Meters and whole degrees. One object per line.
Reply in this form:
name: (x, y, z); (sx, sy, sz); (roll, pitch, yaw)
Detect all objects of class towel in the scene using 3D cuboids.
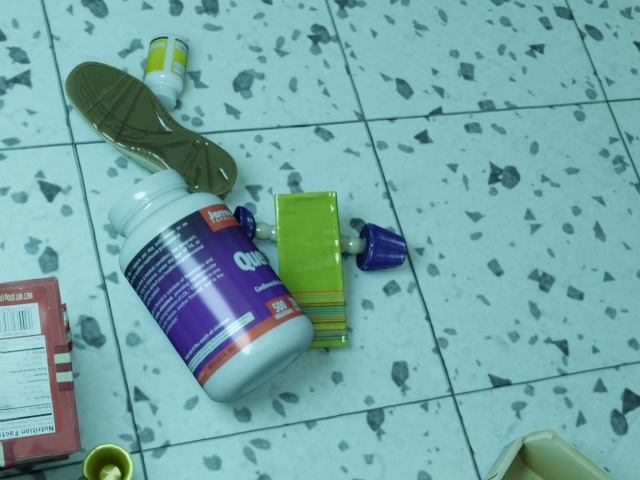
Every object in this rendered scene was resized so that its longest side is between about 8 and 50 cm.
towel: (-0.014, 0.045, 1.870); (0.102, 0.021, 0.237); (-4, 89, -15)

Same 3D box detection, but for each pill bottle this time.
pill bottle: (-0.165, 0.060, 1.772); (0.181, 0.181, 0.323); (-30, 77, -30)
pill bottle: (-0.249, -0.269, 1.982); (0.065, 0.065, 0.116); (12, 60, -14)

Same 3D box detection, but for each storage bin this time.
storage bin: (0.335, 0.450, 1.783); (0.260, 0.123, 0.262); (39, 58, 2)

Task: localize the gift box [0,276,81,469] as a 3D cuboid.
gift box: (-0.432, 0.165, 1.574); (0.255, 0.258, 0.276); (-1, 78, -19)

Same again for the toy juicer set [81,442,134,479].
toy juicer set: (-0.231, 0.436, 1.585); (0.329, 0.089, 0.209); (41, 70, 10)

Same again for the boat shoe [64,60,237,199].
boat shoe: (-0.265, -0.159, 1.903); (0.302, 0.098, 0.109); (34, 71, -2)

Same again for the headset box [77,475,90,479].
headset box: (-0.273, 0.448, 1.498); (0.293, 0.110, 0.218); (38, 91, -3)

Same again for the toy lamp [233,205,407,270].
toy lamp: (0.000, 0.000, 1.924); (0.274, 0.080, 0.080); (7, 62, -16)
